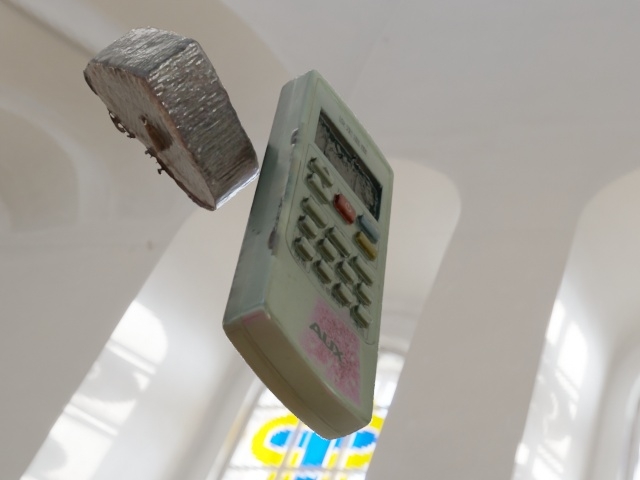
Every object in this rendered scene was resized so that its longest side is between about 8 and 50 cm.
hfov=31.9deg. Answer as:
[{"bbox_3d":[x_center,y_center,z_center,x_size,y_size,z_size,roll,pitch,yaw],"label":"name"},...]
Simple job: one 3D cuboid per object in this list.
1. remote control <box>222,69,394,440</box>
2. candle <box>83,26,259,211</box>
[{"bbox_3d":[0.001,0.000,0.924,0.050,0.344,0.145,-26,-58,25],"label":"remote control"},{"bbox_3d":[-0.139,-0.124,1.030,0.192,0.068,0.168,45,-19,10],"label":"candle"}]
